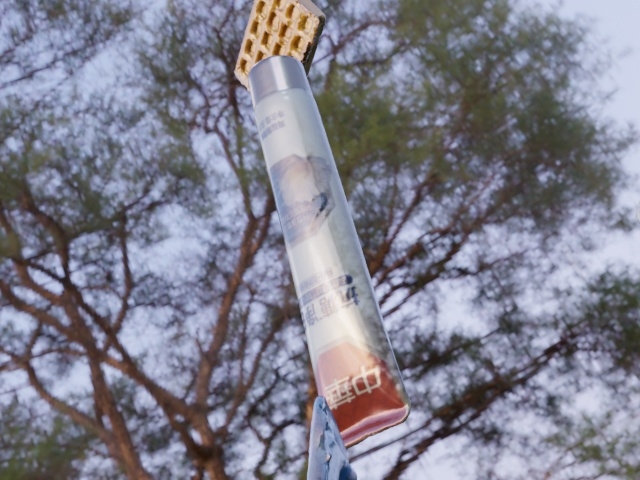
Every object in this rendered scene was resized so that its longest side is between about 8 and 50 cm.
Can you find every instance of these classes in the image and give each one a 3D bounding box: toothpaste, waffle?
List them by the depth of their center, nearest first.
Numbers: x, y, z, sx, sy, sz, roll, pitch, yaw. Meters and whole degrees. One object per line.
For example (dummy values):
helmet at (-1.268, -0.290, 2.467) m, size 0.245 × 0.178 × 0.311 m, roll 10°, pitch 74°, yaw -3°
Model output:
toothpaste at (0.000, 0.000, 0.582) m, size 0.062 × 0.239 × 0.039 m, roll -31°, pitch -27°, yaw 36°
waffle at (-0.042, -0.191, 0.989) m, size 0.021 × 0.092 × 0.135 m, roll -25°, pitch -30°, yaw -36°

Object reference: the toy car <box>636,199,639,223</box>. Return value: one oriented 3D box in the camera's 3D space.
toy car at (0.274, -0.046, 0.575) m, size 0.205 × 0.095 × 0.056 m, roll -27°, pitch -57°, yaw -17°

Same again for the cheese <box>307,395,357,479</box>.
cheese at (-0.001, 0.155, 0.268) m, size 0.052 × 0.244 × 0.135 m, roll -8°, pitch -65°, yaw 11°
